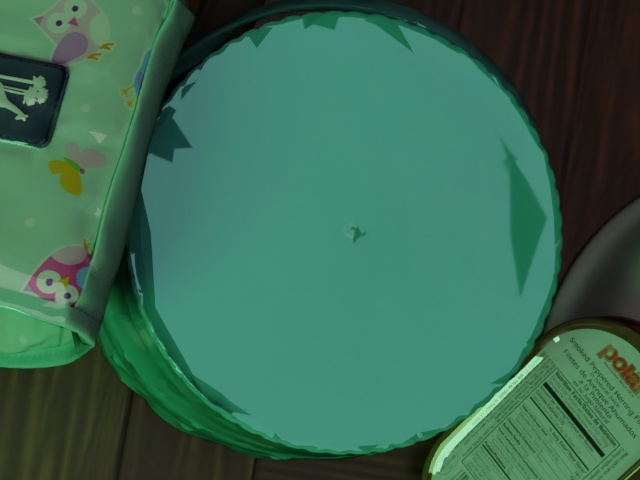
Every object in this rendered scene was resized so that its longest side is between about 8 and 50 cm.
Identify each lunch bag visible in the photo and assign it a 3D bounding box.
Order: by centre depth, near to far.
[{"bbox_3d":[-0.195,-0.054,0.935,0.160,0.262,0.223,38,59,-49],"label":"lunch bag"}]

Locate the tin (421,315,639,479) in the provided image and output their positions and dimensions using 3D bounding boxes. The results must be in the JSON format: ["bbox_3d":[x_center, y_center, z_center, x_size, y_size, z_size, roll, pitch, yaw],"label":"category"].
[{"bbox_3d":[0.138,0.126,1.063,0.189,0.040,0.106,-48,67,21],"label":"tin"}]

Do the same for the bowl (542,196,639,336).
[{"bbox_3d":[0.294,0.092,1.098,0.298,0.134,0.298,1,85,-10],"label":"bowl"}]

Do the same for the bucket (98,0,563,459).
[{"bbox_3d":[0.000,0.000,1.028,0.281,0.183,0.281,1,85,-11],"label":"bucket"}]

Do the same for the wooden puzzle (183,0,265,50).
[{"bbox_3d":[-0.138,-0.164,1.000,0.239,0.221,0.044,7,73,-10],"label":"wooden puzzle"}]
